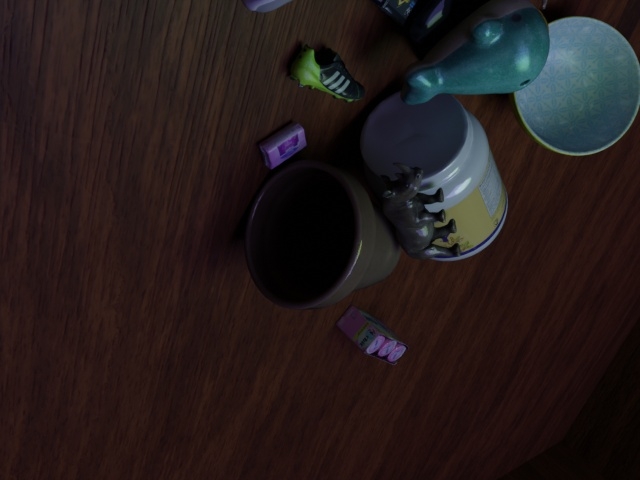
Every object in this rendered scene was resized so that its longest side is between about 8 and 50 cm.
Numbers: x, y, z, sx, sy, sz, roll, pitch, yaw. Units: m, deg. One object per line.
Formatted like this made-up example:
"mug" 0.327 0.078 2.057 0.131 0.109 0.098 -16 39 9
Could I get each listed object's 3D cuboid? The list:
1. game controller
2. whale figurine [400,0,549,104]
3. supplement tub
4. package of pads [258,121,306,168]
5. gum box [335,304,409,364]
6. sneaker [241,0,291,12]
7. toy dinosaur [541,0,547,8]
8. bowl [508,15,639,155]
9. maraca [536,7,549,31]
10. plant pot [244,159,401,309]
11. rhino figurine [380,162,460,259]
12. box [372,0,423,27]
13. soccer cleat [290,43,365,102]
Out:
"game controller" 0.240 -0.387 1.603 0.166 0.067 0.319 -37 164 10
"whale figurine" 0.270 -0.300 1.533 0.272 0.141 0.216 -29 165 -11
"supplement tub" 0.223 -0.125 1.749 0.241 0.241 0.331 -45 148 -3
"package of pads" -0.066 -0.166 1.561 0.083 0.032 0.050 -36 148 -17
"gum box" 0.128 0.230 2.147 0.062 0.107 0.188 -50 148 5
"sneaker" 0.006 -0.398 1.324 0.281 0.105 0.115 -34 145 -20
"toy dinosaur" 0.478 -0.587 1.664 0.296 0.127 0.200 -45 142 20
"bowl" 0.520 -0.326 1.925 0.289 0.289 0.156 -45 -169 -4
"maraca" 0.389 -0.394 1.749 0.127 0.099 0.185 57 41 -22
"plant pot" 0.030 0.003 1.635 0.229 0.263 0.263 12 116 -52
"rhino figurine" 0.166 -0.051 1.573 0.106 0.073 0.243 -11 138 19
"box" 0.161 -0.440 1.455 0.175 0.051 0.220 -55 165 12
"soccer cleat" 0.024 -0.282 1.517 0.179 0.060 0.072 7 118 -49
